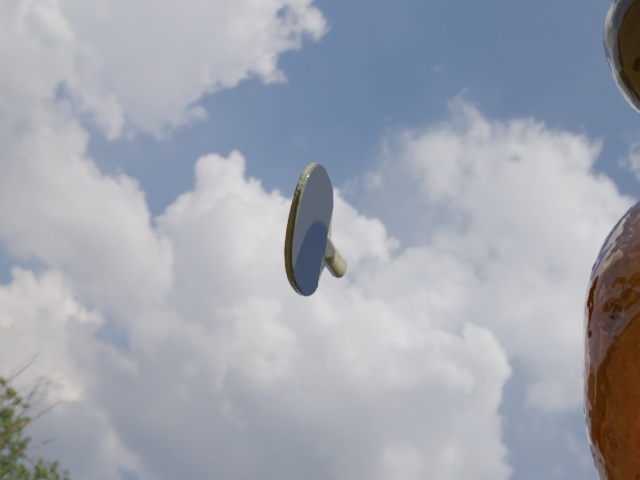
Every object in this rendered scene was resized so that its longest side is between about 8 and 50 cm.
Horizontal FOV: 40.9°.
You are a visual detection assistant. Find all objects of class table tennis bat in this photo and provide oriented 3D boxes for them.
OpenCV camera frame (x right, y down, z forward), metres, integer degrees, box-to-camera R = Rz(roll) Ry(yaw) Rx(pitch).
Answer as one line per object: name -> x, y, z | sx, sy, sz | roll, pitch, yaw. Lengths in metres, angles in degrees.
table tennis bat -> 0.000, 0.000, 0.958 | 0.022, 0.138, 0.246 | 10, -13, 14

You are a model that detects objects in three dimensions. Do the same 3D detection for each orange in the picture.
orange -> 0.236, 0.072, 0.467 | 0.170, 0.224, 0.224 | -3, -59, 32

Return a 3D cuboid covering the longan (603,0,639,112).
longan -> 0.419, -0.228, 0.910 | 0.246, 0.246, 0.215 | 48, -31, -5
